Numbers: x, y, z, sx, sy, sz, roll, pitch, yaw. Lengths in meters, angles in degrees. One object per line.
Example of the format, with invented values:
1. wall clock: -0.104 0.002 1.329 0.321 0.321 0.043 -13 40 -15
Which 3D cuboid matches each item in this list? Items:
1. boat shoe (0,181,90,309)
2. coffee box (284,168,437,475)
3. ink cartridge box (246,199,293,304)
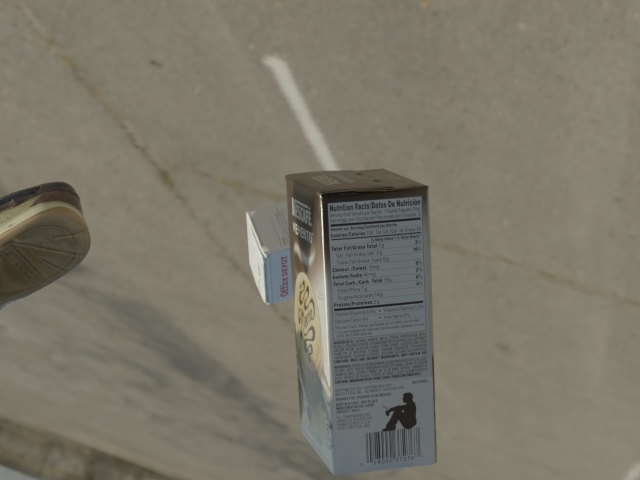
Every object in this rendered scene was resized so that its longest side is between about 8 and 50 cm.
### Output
1. boat shoe: -0.364 0.027 1.459 0.103 0.285 0.092 56 -167 -32
2. coffee box: 0.042 0.079 1.517 0.119 0.297 0.168 -5 -171 -12
3. ink cartridge box: 0.000 0.000 2.205 0.218 0.092 0.158 -18 150 -12
